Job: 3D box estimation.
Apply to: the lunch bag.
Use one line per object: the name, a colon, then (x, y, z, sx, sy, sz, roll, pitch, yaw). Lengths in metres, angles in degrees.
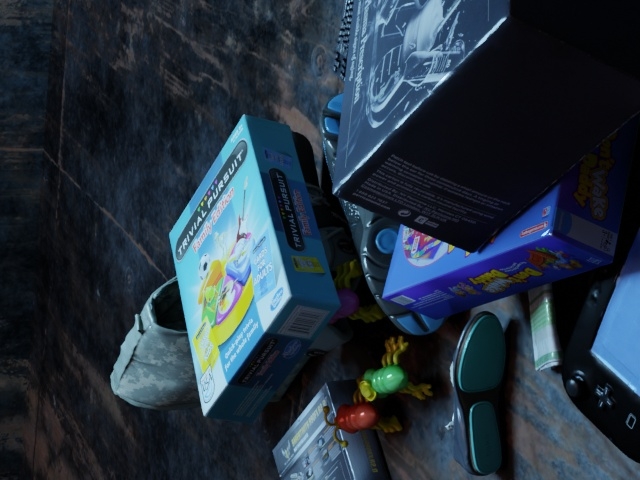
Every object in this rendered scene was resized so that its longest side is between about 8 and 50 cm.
lunch bag: (-0.168, 0.144, 2.226, 0.235, 0.287, 0.169, -57, 44, 51)

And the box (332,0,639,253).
box: (0.175, -0.223, 1.474, 0.312, 0.179, 0.343, -44, 31, 46)

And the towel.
towel: (0.252, 0.068, 1.636, 0.113, 0.023, 0.152, 100, 166, -81)

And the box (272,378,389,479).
box: (0.014, 0.336, 2.132, 0.231, 0.056, 0.183, -57, 43, 49)

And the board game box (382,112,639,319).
board game box: (0.206, -0.060, 1.599, 0.347, 0.078, 0.233, -26, 46, 62)

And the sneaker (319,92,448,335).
sneaker: (0.096, -0.029, 1.915, 0.139, 0.125, 0.340, 80, 174, -69)

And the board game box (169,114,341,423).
board game box: (-0.100, 0.037, 1.984, 0.254, 0.079, 0.336, -55, 36, 35)

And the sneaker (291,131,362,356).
sneaker: (0.000, 0.000, 2.092, 0.146, 0.122, 0.330, -10, 81, 39)

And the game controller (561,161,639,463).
game controller: (0.337, 0.068, 1.456, 0.166, 0.067, 0.319, 55, 139, 47)

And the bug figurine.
bug figurine: (0.029, 0.145, 1.951, 0.279, 0.072, 0.216, 60, 148, 0)

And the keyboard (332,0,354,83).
keyboard: (0.052, -0.304, 2.045, 0.108, 0.023, 0.180, 45, 132, 53)

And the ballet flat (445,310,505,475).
ballet flat: (0.183, 0.183, 1.772, 0.074, 0.074, 0.203, 11, 104, 63)
